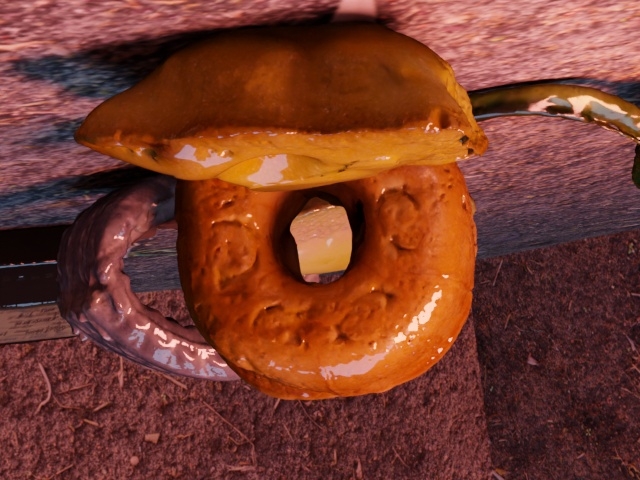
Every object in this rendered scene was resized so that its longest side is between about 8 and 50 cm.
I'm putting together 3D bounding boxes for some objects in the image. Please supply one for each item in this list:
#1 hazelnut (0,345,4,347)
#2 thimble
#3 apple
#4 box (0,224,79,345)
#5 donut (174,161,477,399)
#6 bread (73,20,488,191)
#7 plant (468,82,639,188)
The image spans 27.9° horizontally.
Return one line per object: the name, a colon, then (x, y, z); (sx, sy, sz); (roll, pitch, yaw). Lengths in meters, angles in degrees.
hazelnut: (-0.532, 0.107, 1.786); (0.170, 0.160, 0.201); (-4, -167, -42)
thimble: (-0.134, 0.037, 1.256); (0.236, 0.205, 0.172); (-5, 176, -29)
apple: (0.021, -0.038, 1.137); (0.265, 0.120, 0.193); (-7, 164, -33)
box: (-0.449, 0.069, 1.606); (0.350, 0.058, 0.211); (-6, 149, -21)
donut: (0.002, -0.001, 0.889); (0.226, 0.227, 0.114); (-8, 168, 10)
bread: (-0.020, -0.077, 0.764); (0.233, 0.088, 0.161); (-5, 171, 8)
plant: (0.279, -0.055, 1.023); (0.333, 0.180, 0.251); (1, 162, -35)
